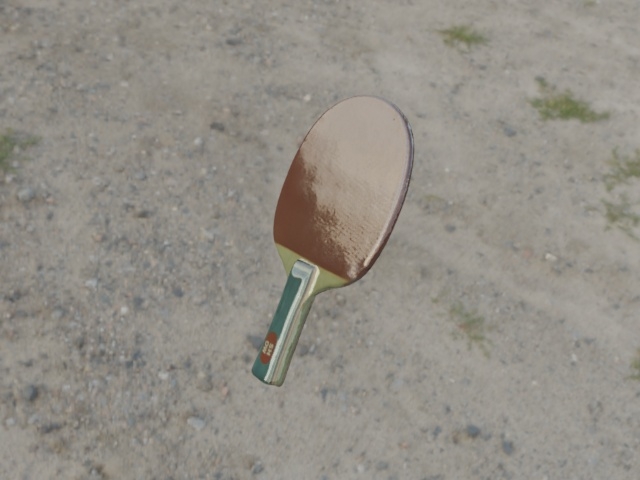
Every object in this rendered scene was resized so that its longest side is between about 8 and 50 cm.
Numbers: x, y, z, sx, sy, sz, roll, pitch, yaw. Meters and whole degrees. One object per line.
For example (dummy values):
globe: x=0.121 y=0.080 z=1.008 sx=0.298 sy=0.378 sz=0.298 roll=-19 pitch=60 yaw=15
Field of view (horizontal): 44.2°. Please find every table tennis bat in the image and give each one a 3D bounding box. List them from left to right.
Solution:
table tennis bat: x=0.000 y=0.000 z=0.705 sx=0.021 sy=0.274 sz=0.154 roll=19 pitch=4 yaw=-41
